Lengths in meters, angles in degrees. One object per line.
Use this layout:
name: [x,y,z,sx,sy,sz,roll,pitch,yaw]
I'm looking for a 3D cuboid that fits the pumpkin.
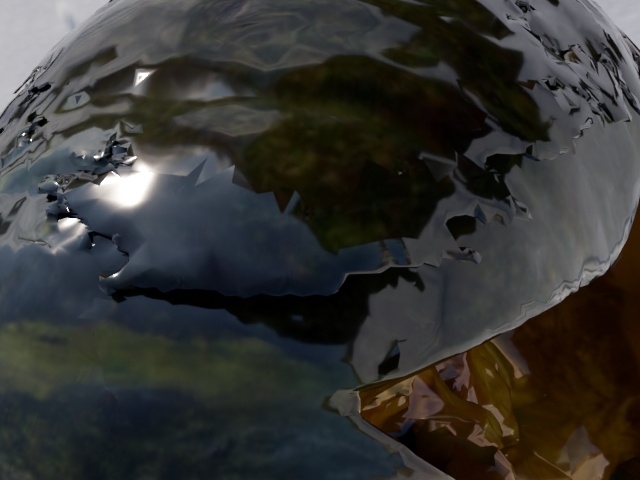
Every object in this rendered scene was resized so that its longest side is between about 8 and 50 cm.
pumpkin: [0.015,0.057,0.468,0.192,0.320,0.321,3,107,34]
